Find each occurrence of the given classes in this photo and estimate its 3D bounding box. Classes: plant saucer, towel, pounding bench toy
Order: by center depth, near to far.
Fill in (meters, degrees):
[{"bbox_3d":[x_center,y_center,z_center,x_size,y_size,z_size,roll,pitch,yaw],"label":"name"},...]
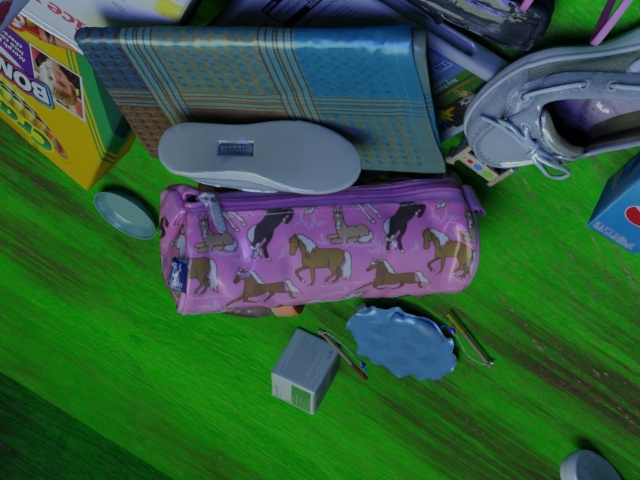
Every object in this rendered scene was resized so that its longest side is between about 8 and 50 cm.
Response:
[{"bbox_3d":[-0.053,-0.157,1.275,0.370,0.040,0.271,4,156,12],"label":"towel"},{"bbox_3d":[0.192,-0.099,1.344,0.065,0.052,0.083,35,151,-11],"label":"pounding bench toy"},{"bbox_3d":[-0.322,-0.048,1.927,0.119,0.021,0.119,23,150,14],"label":"plant saucer"}]

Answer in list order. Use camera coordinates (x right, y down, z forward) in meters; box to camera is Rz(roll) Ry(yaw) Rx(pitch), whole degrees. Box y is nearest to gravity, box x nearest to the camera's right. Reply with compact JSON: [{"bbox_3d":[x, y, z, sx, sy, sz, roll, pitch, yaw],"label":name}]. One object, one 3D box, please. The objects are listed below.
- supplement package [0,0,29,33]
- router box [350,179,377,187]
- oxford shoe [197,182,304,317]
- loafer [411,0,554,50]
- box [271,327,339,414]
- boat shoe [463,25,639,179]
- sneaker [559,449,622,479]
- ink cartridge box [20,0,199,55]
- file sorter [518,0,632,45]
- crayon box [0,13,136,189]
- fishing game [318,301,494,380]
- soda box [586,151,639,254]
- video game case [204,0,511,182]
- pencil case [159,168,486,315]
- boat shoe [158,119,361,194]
[{"bbox_3d":[-0.352,-0.259,1.001,0.175,0.293,0.177,33,151,-4],"label":"supplement package"},{"bbox_3d":[0.015,-0.067,1.570,0.122,0.038,0.092,26,150,7],"label":"router box"},{"bbox_3d":[-0.127,-0.053,1.521,0.133,0.130,0.363,-9,110,16],"label":"oxford shoe"},{"bbox_3d":[0.120,-0.249,1.146,0.223,0.076,0.078,24,143,4],"label":"loafer"},{"bbox_3d":[-0.026,0.228,2.011,0.087,0.102,0.101,25,152,13],"label":"box"},{"bbox_3d":[0.270,-0.127,1.146,0.320,0.103,0.118,-13,139,43],"label":"boat shoe"},{"bbox_3d":[0.433,0.447,1.935,0.169,0.108,0.292,-6,137,43],"label":"sneaker"},{"bbox_3d":[-0.217,-0.367,1.178,0.279,0.160,0.385,34,151,-8],"label":"ink cartridge box"},{"bbox_3d":[0.156,-0.316,0.898,0.291,0.182,0.202,30,151,1],"label":"file sorter"},{"bbox_3d":[-0.384,-0.269,1.499,0.363,0.106,0.313,41,150,-2],"label":"crayon box"},{"bbox_3d":[0.128,0.156,1.824,0.264,0.041,0.189,-15,129,42],"label":"fishing game"},{"bbox_3d":[0.367,-0.066,1.216,0.067,0.071,0.210,32,151,-2],"label":"soda box"},{"bbox_3d":[0.021,-0.188,1.315,0.300,0.036,0.329,27,153,-22],"label":"video game case"},{"bbox_3d":[0.000,0.000,1.403,0.386,0.160,0.167,-3,179,-12],"label":"pencil case"},{"bbox_3d":[-0.066,-0.094,1.301,0.228,0.079,0.081,6,176,5],"label":"boat shoe"}]
